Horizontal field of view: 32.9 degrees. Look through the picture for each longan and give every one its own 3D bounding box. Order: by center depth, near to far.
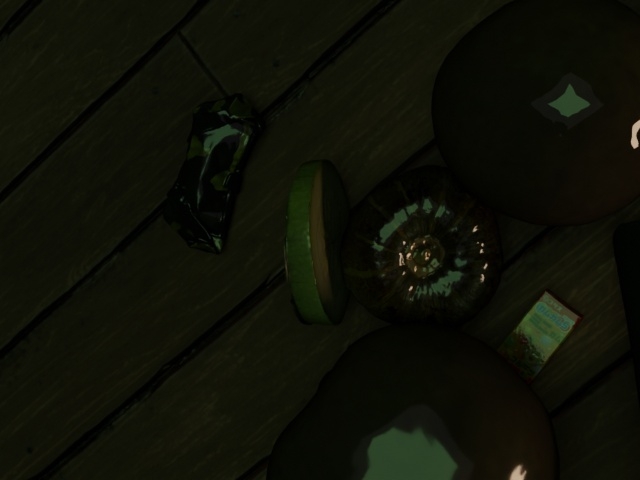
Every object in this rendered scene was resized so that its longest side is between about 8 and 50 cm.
[{"bbox_3d":[0.275,-0.160,1.285,0.297,0.297,0.297,0,91,18],"label":"longan"},{"bbox_3d":[0.106,0.281,1.326,0.361,0.361,0.361,0,91,18],"label":"longan"}]

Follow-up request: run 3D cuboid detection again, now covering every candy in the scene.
[{"bbox_3d":[0.282,0.129,1.416,0.062,0.038,0.122,39,102,13],"label":"candy"}]

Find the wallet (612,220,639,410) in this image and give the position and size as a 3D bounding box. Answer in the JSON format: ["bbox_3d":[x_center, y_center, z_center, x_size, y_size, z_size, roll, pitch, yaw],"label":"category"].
[{"bbox_3d":[0.478,0.160,1.255,0.228,0.062,0.406,-6,66,10],"label":"wallet"}]

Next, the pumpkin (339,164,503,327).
[{"bbox_3d":[0.130,0.015,1.411,0.219,0.162,0.219,-1,105,-4],"label":"pumpkin"}]

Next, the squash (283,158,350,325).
[{"bbox_3d":[0.005,0.000,1.408,0.041,0.219,0.219,0,91,17],"label":"squash"}]

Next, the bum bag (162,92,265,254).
[{"bbox_3d":[-0.154,-0.100,1.540,0.106,0.060,0.233,20,99,8],"label":"bum bag"}]
